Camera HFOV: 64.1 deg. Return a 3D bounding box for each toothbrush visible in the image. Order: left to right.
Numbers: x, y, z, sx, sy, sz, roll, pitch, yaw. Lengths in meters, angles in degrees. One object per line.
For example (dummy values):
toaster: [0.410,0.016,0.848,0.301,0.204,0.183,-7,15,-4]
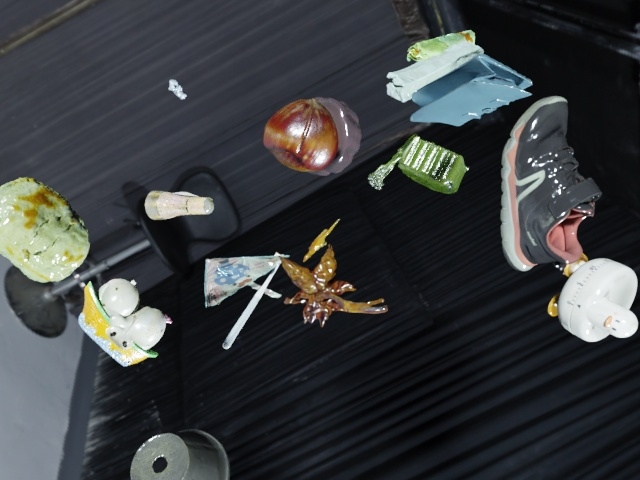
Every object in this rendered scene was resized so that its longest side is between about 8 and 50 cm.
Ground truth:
toothbrush: [-0.206,0.186,1.568,0.030,0.343,0.025,31,4,5]

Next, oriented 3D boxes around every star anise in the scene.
star anise: [0.030,0.135,1.433,0.346,0.238,0.148,23,-14,28]

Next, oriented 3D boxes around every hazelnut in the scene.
hazelnut: [-0.048,-0.318,1.531,0.230,0.229,0.229,61,4,-6]

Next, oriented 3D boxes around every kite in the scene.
kite: [-0.233,0.120,1.539,0.314,0.335,0.012,36,30,-44]

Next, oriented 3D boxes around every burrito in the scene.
burrito: [0.422,-0.643,1.731,0.104,0.287,0.054,65,-22,12]

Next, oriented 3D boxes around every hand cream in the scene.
hand cream: [-0.388,-0.097,1.424,0.084,0.203,0.084,2,90,-66]

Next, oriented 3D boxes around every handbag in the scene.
handbag: [0.291,-0.285,1.016,0.221,0.144,0.057,165,-68,-66]

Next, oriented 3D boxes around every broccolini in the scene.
broccolini: [0.230,-0.257,1.630,0.058,0.216,0.067,25,30,-28]

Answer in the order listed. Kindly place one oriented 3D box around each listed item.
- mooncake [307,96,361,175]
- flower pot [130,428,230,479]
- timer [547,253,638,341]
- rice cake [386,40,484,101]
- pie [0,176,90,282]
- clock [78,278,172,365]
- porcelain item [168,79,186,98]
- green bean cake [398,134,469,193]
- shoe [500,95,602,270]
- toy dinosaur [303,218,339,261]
mooncake: [0.020,-0.378,1.873,0.141,0.283,0.283,0,58,-55]
flower pot: [-0.392,0.610,1.349,0.166,0.268,0.269,69,-3,-49]
timer: [0.766,0.171,1.380,0.240,0.233,0.234,37,-17,50]
rice cake: [0.295,-0.434,1.293,0.066,0.336,0.063,36,-38,30]
pie: [-0.646,-0.031,1.189,0.248,0.089,0.201,56,44,-31]
clock: [-0.431,0.174,1.127,0.103,0.144,0.231,18,-32,55]
porcelain item: [-0.467,-0.492,1.662,0.083,0.028,0.036,47,57,-69]
green bean cake: [0.464,-0.303,2.122,0.246,0.157,0.250,27,2,20]
shoe: [0.375,-0.084,0.825,0.137,0.114,0.291,14,-71,53]
toy dinosaur: [0.000,0.000,1.797,0.039,0.162,0.126,40,41,5]
